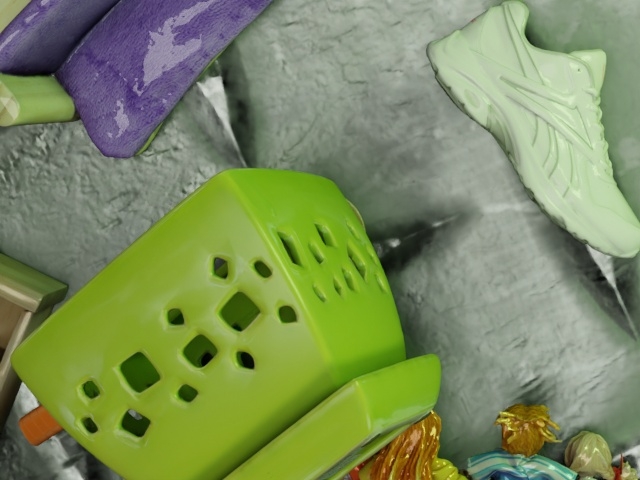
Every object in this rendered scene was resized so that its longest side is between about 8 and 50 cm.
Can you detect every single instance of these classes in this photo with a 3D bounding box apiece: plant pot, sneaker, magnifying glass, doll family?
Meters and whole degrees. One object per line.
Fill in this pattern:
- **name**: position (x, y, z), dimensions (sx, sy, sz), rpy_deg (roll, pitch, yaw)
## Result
- **plant pot**: position (-0.052, 0.096, 1.116), dimensions (0.228, 0.227, 0.207), rpy_deg (-39, 78, 17)
- **sneaker**: position (0.190, -0.092, 1.160), dimensions (0.115, 0.090, 0.232), rpy_deg (-39, 89, 9)
- **magnifying glass**: position (-0.163, 0.108, 1.286), dimensions (0.231, 0.026, 0.092), rpy_deg (-33, 90, 11)
- **doll family**: position (0.128, 0.207, 1.189), dimensions (0.262, 0.118, 0.163), rpy_deg (5, 97, 11)

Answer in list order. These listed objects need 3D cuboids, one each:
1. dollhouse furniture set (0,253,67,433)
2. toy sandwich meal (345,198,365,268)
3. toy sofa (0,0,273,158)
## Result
- **dollhouse furniture set**: position (-0.378, 0.141, 1.141), dimensions (0.362, 0.394, 0.257), rpy_deg (25, 100, 7)
- **toy sandwich meal**: position (0.000, 0.000, 1.236), dimensions (0.085, 0.029, 0.086), rpy_deg (1, 97, 11)
- **toy sofa**: position (-0.120, -0.232, 1.172), dimensions (0.362, 0.150, 0.177), rpy_deg (-43, 86, 12)
